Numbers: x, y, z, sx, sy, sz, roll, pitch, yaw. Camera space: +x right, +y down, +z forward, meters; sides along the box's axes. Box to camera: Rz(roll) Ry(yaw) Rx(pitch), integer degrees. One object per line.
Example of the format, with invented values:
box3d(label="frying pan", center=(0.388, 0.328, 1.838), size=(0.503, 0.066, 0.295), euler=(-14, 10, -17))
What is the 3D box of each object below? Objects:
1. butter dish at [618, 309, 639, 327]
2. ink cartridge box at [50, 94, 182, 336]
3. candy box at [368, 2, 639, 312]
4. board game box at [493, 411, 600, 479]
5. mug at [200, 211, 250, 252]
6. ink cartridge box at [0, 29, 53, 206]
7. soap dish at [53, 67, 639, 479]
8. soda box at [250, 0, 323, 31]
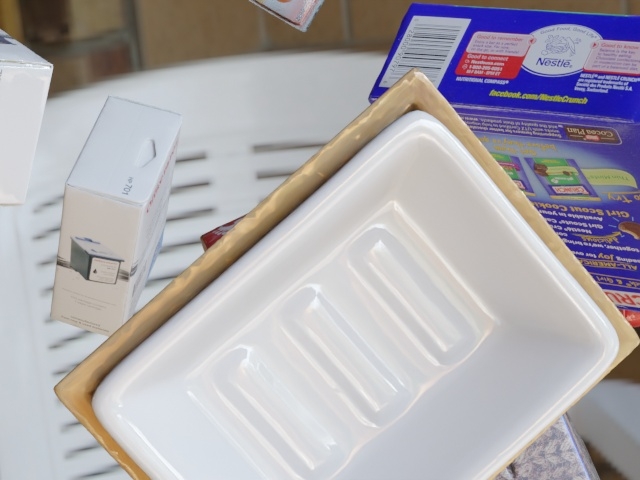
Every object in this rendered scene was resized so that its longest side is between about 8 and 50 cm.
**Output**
box3d(label="butter dish", center=(0.363, 0.026, 1.814), size=(0.118, 0.160, 0.160), euler=(-3, 0, 10))
box3d(label="ink cartridge box", center=(-0.198, -0.022, 1.643), size=(0.082, 0.191, 0.140), euler=(16, 45, 3))
box3d(label="candy box", center=(0.231, -0.065, 1.513), size=(0.268, 0.317, 0.122), euler=(9, 61, 35))
box3d(label="board game box", center=(0.224, 0.274, 1.795), size=(0.141, 0.291, 0.232), euler=(-25, 55, 7))
box3d(label="mug", center=(0.004, 0.009, 1.267), size=(0.169, 0.113, 0.150), euler=(-23, -2, -7))
box3d(label="ink cartridge box", center=(-0.410, -0.158, 1.907), size=(0.100, 0.172, 0.237), euler=(0, 23, -38))
box3d(label="soap dish", center=(0.017, 0.072, 1.048), size=(0.291, 0.229, 0.118), euler=(-42, 13, -2))
box3d(label="soda box", center=(0.008, -0.250, 1.269), size=(0.058, 0.183, 0.063), euler=(31, 3, 2))
